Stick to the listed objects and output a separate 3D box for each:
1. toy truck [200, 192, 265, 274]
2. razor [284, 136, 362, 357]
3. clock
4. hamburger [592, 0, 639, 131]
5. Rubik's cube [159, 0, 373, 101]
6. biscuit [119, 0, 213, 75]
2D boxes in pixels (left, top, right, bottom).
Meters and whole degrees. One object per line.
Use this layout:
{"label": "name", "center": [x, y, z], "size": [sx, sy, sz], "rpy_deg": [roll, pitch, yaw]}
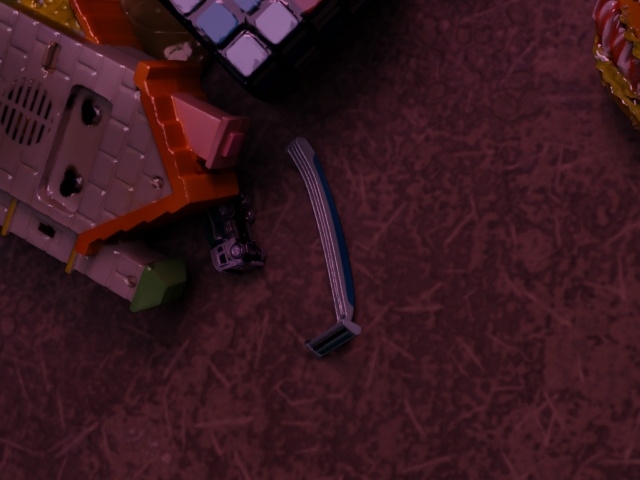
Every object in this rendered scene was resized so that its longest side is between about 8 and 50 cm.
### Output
{"label": "toy truck", "center": [-0.082, -0.010, 1.265], "size": [0.044, 0.039, 0.083], "rpy_deg": [-27, 70, 28]}
{"label": "razor", "center": [0.003, 0.000, 1.237], "size": [0.068, 0.037, 0.191], "rpy_deg": [-36, 58, 52]}
{"label": "clock", "center": [-0.192, -0.086, 1.248], "size": [0.255, 0.106, 0.220], "rpy_deg": [29, 108, 19]}
{"label": "hamburger", "center": [0.316, -0.140, 1.124], "size": [0.173, 0.116, 0.210], "rpy_deg": [-35, 71, 5]}
{"label": "Rubik's cube", "center": [-0.053, -0.245, 1.203], "size": [0.182, 0.184, 0.187], "rpy_deg": [-45, 90, 4]}
{"label": "biscuit", "center": [-0.186, -0.207, 1.337], "size": [0.260, 0.041, 0.203], "rpy_deg": [-28, 71, 12]}
